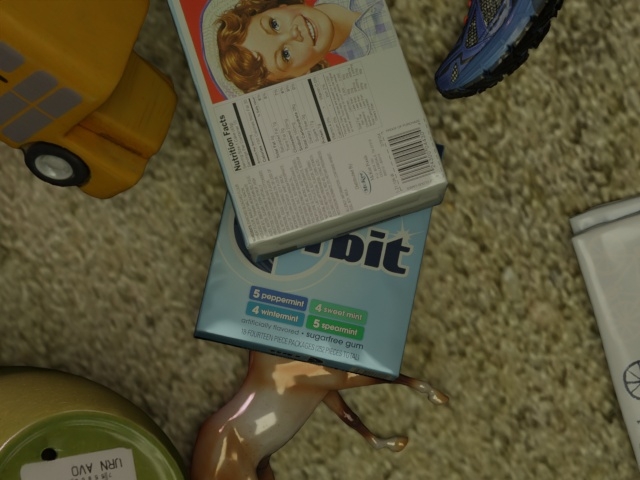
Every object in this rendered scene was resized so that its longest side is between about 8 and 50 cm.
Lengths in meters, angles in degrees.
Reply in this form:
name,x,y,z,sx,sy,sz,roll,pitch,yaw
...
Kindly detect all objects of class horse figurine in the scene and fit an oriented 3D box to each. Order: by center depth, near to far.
name,x,y,z,sx,sy,sz,roll,pitch,yaw
horse figurine,-0.027,0.153,1.317,0.174,0.066,0.263,35,92,-13

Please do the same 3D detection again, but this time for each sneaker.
name,x,y,z,sx,sy,sz,roll,pitch,yaw
sneaker,0.146,-0.207,1.279,0.087,0.083,0.221,32,97,15

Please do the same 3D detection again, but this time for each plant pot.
name,x,y,z,sx,sy,sz,roll,pitch,yaw
plant pot,-0.194,0.200,1.152,0.275,0.293,0.274,5,76,-19

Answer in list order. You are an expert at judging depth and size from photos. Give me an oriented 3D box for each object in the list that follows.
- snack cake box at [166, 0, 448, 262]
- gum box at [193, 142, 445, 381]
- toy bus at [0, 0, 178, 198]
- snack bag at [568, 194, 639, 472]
name,x,y,z,sx,sy,sz,roll,pitch,yaw
snack cake box,-0.021,-0.133,1.230,0.152,0.089,0.264,-18,82,-1
gum box,0.000,0.000,1.282,0.157,0.041,0.184,14,77,-4
toy bus,-0.236,-0.164,1.146,0.333,0.130,0.108,34,52,-25
snack bag,0.400,0.086,1.347,0.343,0.037,0.323,-17,98,-1
